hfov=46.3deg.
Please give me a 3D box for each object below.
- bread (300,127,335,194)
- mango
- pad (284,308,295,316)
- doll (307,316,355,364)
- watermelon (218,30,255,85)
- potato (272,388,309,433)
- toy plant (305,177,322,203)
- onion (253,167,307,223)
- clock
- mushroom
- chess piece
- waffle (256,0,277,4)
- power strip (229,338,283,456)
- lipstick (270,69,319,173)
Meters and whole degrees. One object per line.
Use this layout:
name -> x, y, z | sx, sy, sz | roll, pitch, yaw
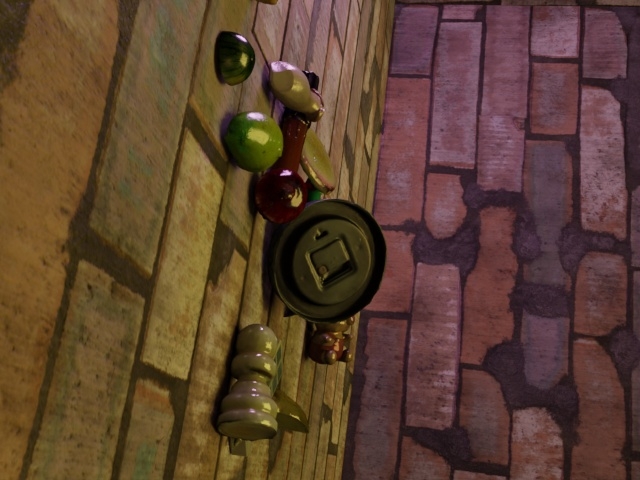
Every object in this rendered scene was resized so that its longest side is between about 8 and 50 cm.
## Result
bread -> -0.017, -0.229, 2.036 | 0.228, 0.033, 0.228 | 52, 24, -35
mango -> -0.134, -0.205, 1.542 | 0.178, 0.100, 0.119 | 27, 70, -70
pad -> -0.003, 0.171, 2.194 | 0.233, 0.174, 0.022 | -38, 112, -73
doll -> 0.036, 0.278, 2.461 | 0.196, 0.152, 0.256 | 111, -20, -83
watermelon -> -0.159, -0.353, 1.449 | 0.105, 0.062, 0.105 | -1, 90, -78
potato -> -0.081, 0.434, 1.946 | 0.149, 0.120, 0.081 | 92, 9, -58
toy plant -> 0.003, -0.013, 2.118 | 0.400, 0.185, 0.279 | 36, 65, -58
onion -> -0.094, -0.102, 1.725 | 0.131, 0.131, 0.131 | 4, 90, -79
clock -> 0.019, 0.052, 1.925 | 0.067, 0.325, 0.325 | -163, -106, -64
mushroom -> -0.059, -0.359, 1.809 | 0.088, 0.097, 0.212 | -52, 143, 1
chess piece -> -0.150, 0.299, 1.630 | 0.133, 0.133, 0.243 | 76, 14, -57
waffle -> -0.108, -0.656, 1.614 | 0.168, 0.057, 0.274 | 78, 19, -54
power strip -> -0.152, 0.374, 1.806 | 0.367, 0.043, 0.106 | -65, 156, -61
lipstick -> -0.071, -0.259, 1.902 | 0.077, 0.077, 0.418 | 76, 23, -59
